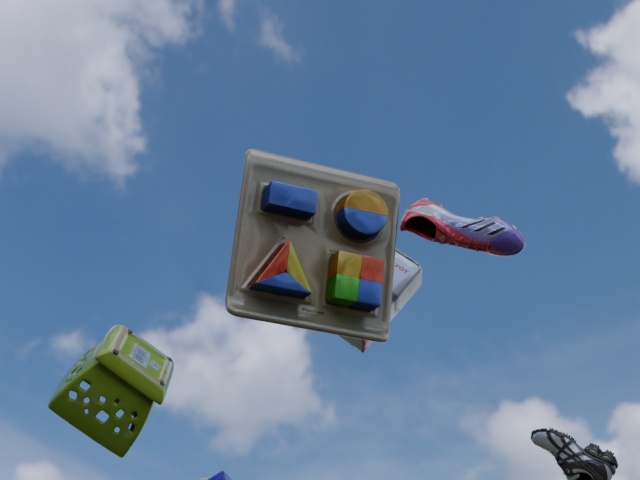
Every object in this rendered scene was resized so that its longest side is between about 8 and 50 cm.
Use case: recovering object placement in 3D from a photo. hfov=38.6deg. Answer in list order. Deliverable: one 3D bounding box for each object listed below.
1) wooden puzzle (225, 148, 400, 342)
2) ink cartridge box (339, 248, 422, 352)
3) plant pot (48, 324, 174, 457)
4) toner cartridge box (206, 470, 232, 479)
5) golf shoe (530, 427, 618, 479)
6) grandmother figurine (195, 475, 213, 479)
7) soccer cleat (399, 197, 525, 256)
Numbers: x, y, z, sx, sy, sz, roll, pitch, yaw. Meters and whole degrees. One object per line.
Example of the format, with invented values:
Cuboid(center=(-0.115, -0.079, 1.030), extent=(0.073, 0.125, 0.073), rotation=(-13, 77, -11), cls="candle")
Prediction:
Cuboid(center=(0.000, 0.000, 1.721), extent=(0.322, 0.348, 0.080), rotation=(12, -24, -16), cls="wooden puzzle")
Cuboid(center=(0.099, 0.112, 2.007), extent=(0.158, 0.218, 0.092), rotation=(34, -22, 23), cls="ink cartridge box")
Cuboid(center=(-0.493, 0.351, 2.231), extent=(0.227, 0.228, 0.207), rotation=(38, -77, -11), cls="plant pot")
Cuboid(center=(-0.202, 0.617, 1.725), extent=(0.165, 0.348, 0.075), rotation=(-31, -55, 3), cls="toner cartridge box")
Cuboid(center=(0.522, 0.462, 1.928), extent=(0.198, 0.094, 0.077), rotation=(14, -23, 43), cls="golf shoe")
Cuboid(center=(-0.305, 0.655, 2.037), extent=(0.207, 0.342, 0.104), rotation=(21, -57, 10), cls="grandmother figurine")
Cuboid(center=(0.278, -0.013, 1.809), extent=(0.248, 0.095, 0.083), rotation=(21, -49, 21), cls="soccer cleat")
